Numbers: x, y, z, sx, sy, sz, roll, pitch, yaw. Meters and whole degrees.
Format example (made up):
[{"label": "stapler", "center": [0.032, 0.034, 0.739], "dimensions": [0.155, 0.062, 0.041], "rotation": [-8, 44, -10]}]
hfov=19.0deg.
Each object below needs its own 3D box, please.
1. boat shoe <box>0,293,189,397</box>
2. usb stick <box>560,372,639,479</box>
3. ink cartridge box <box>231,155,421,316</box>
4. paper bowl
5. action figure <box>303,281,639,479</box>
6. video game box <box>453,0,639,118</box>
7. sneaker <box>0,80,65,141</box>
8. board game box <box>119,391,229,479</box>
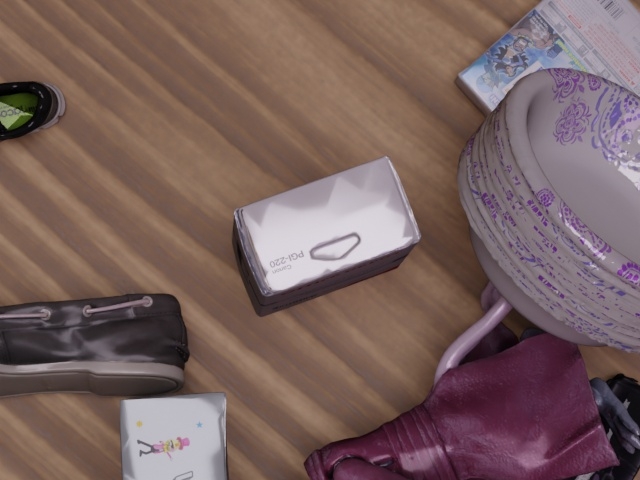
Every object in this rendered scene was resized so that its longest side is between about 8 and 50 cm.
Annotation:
[{"label": "boat shoe", "center": [-0.296, 0.097, 1.872], "dimensions": [0.335, 0.112, 0.096], "rotation": [3, 66, -9]}, {"label": "usb stick", "center": [0.256, 0.264, 1.916], "dimensions": [0.077, 0.045, 0.278], "rotation": [33, 83, -7]}, {"label": "ink cartridge box", "center": [0.000, 0.000, 1.837], "dimensions": [0.158, 0.218, 0.092], "rotation": [-20, 86, -6]}, {"label": "paper bowl", "center": [0.256, -0.014, 1.807], "dimensions": [0.284, 0.284, 0.148], "rotation": [40, 125, 1]}, {"label": "action figure", "center": [0.102, 0.198, 1.811], "dimensions": [0.370, 0.248, 0.276], "rotation": [-22, 85, -8]}, {"label": "video game box", "center": [0.273, -0.151, 1.958], "dimensions": [0.187, 0.048, 0.205], "rotation": [-41, 88, -8]}, {"label": "sneaker", "center": [-0.338, -0.119, 1.899], "dimensions": [0.170, 0.075, 0.063], "rotation": [-19, 86, -5]}, {"label": "board game box", "center": [-0.131, 0.254, 1.760], "dimensions": [0.097, 0.303, 0.224], "rotation": [-2, 84, -5]}]
